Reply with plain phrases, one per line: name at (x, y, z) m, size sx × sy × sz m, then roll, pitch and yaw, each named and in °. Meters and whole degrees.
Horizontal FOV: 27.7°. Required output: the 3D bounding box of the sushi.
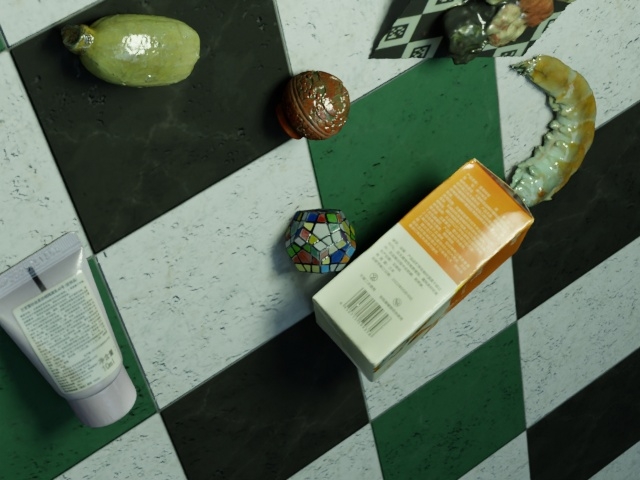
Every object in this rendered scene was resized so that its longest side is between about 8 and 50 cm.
sushi at (0.280, -0.337, 1.850) m, size 0.339 × 0.069 × 0.320 m, roll -6°, pitch 150°, yaw -39°

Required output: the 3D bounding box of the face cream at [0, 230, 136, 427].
face cream at (-0.344, 0.131, 1.766) m, size 0.154 × 0.096 × 0.274 m, roll -31°, pitch 125°, yaw -15°

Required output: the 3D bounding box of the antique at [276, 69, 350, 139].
antique at (-0.006, -0.187, 1.789) m, size 0.104 × 0.104 × 0.104 m, roll -24°, pitch 135°, yaw -26°

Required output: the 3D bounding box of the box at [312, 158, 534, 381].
box at (0.160, 0.049, 2.029) m, size 0.341 × 0.143 × 0.225 m, roll -40°, pitch 169°, yaw -7°

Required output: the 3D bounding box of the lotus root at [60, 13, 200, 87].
lotus root at (-0.227, -0.230, 1.572) m, size 0.183 × 0.077 × 0.090 m, roll 0°, pitch 121°, yaw -43°

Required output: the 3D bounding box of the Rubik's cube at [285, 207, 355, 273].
Rubik's cube at (0.000, 0.000, 1.949) m, size 0.111 × 0.111 × 0.093 m, roll -38°, pitch 165°, yaw -11°

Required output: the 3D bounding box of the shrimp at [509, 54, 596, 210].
shrimp at (0.391, -0.189, 2.165) m, size 0.185 × 0.068 × 0.287 m, roll -26°, pitch 134°, yaw -27°
